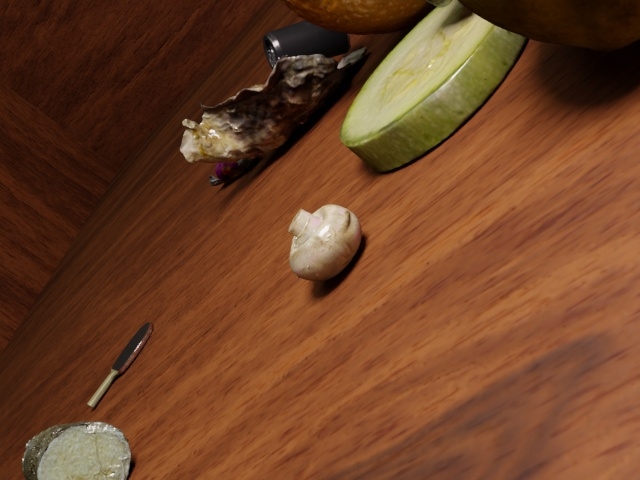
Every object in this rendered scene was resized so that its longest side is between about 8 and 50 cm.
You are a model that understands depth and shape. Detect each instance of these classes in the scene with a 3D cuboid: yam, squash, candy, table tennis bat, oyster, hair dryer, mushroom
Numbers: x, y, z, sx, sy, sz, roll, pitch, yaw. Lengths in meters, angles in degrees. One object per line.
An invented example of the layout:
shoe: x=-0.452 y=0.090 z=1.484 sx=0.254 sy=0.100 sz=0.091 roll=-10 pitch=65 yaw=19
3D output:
yam: x=-0.299 y=0.266 z=1.017 sx=0.107 sy=0.107 sz=0.183 roll=-60 pitch=17 yaw=-24
squash: x=0.124 y=-0.187 z=0.916 sx=0.252 sy=0.049 sz=0.252 roll=-45 pitch=19 yaw=20
candy: x=-0.151 y=-0.136 z=1.517 sx=0.175 sy=0.045 sz=0.043 roll=-25 pitch=65 yaw=52
table tennis bat: x=-0.311 y=0.192 z=1.324 sx=0.156 sy=0.013 sz=0.087 roll=-56 pitch=19 yaw=-15
oyster: x=-0.066 y=-0.209 z=1.318 sx=0.275 sy=0.100 sz=0.271 roll=-16 pitch=-17 yaw=-26
hair dryer: x=-0.042 y=-0.287 z=1.435 sx=0.128 sy=0.070 sz=0.255 roll=-21 pitch=-11 yaw=-17
mushroom: x=0.000 y=0.000 z=0.832 sx=0.083 sy=0.067 sz=0.083 roll=-53 pitch=13 yaw=18

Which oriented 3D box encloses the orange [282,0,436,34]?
orange: x=0.079 y=-0.435 z=1.083 sx=0.322 sy=0.322 sz=0.357 roll=-33 pitch=24 yaw=46

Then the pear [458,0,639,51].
pear: x=0.181 y=-0.278 z=0.629 sx=0.253 sy=0.253 sz=0.307 roll=-35 pitch=39 yaw=43

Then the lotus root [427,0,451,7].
lotus root: x=0.192 y=-0.405 z=0.850 sx=0.349 sy=0.175 sz=0.175 roll=-62 pitch=18 yaw=0
